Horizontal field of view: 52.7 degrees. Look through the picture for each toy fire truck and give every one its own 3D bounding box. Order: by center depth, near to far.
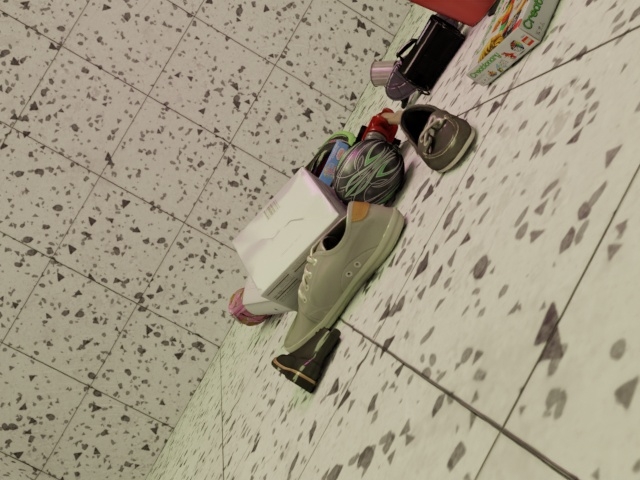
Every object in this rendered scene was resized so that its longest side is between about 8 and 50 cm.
[{"bbox_3d":[0.156,-0.243,1.647,0.246,0.159,0.217,102,-167,-65],"label":"toy fire truck"}]

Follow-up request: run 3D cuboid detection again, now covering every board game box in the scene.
[{"bbox_3d":[0.396,-0.461,1.233,0.305,0.053,0.193,-63,8,-17],"label":"board game box"},{"bbox_3d":[0.030,-0.187,1.772,0.211,0.039,0.160,-56,-8,-85],"label":"board game box"}]

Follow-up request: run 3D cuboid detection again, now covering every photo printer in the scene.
[{"bbox_3d":[-0.072,0.068,1.744,0.308,0.107,0.255,-16,55,50],"label":"photo printer"}]

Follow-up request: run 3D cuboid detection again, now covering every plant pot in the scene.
[{"bbox_3d":[0.352,-0.708,1.692,0.274,0.243,0.275,-58,9,14],"label":"plant pot"}]

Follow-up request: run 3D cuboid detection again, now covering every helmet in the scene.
[{"bbox_3d":[0.113,-0.155,1.515,0.169,0.169,0.161,-55,-7,32],"label":"helmet"}]

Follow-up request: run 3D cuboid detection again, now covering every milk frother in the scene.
[{"bbox_3d":[0.229,-0.494,2.046,0.135,0.129,0.143,6,49,32],"label":"milk frother"}]

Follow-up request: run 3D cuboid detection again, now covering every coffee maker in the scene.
[{"bbox_3d":[0.312,-0.511,1.784,0.178,0.120,0.171,-57,47,29],"label":"coffee maker"}]

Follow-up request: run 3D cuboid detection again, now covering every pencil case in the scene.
[{"bbox_3d":[-0.214,0.202,2.274,0.386,0.160,0.167,140,150,-66],"label":"pencil case"}]

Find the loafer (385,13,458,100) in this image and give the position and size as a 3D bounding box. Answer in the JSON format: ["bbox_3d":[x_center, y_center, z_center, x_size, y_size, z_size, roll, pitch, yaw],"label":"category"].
[{"bbox_3d":[0.313,-0.541,1.934,0.302,0.109,0.095,-53,-17,17],"label":"loafer"}]

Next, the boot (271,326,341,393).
[{"bbox_3d":[-0.025,0.235,1.358,0.137,0.077,0.198,-57,21,-10],"label":"boot"}]

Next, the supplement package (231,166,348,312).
[{"bbox_3d":[-0.048,-0.001,1.545,0.262,0.145,0.204,-45,47,13],"label":"supplement package"}]

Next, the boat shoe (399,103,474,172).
[{"bbox_3d":[0.219,-0.215,1.303,0.112,0.096,0.335,-58,8,12],"label":"boat shoe"}]

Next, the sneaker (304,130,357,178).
[{"bbox_3d":[-0.023,-0.193,2.398,0.482,0.185,0.202,-58,5,26],"label":"sneaker"}]

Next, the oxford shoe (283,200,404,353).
[{"bbox_3d":[0.017,0.079,1.415,0.449,0.130,0.169,-56,11,34],"label":"oxford shoe"}]

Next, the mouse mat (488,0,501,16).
[{"bbox_3d":[0.469,-0.627,1.537,0.189,0.007,0.152,-59,8,6],"label":"mouse mat"}]
